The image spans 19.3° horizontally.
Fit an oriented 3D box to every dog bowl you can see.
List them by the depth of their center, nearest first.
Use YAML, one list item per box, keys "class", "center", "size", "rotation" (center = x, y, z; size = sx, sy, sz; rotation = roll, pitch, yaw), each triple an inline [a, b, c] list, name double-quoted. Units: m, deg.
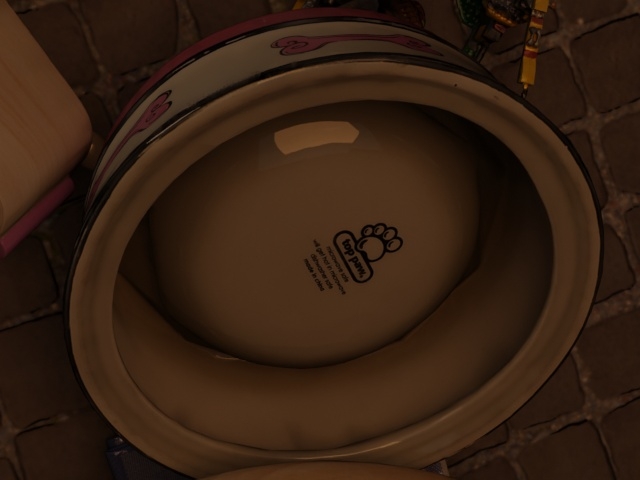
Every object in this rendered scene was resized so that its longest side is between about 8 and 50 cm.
- class: "dog bowl"
  center: [0.000, 0.000, 1.446]
  size: [0.408, 0.150, 0.408]
  rotation: [-7, 127, -9]

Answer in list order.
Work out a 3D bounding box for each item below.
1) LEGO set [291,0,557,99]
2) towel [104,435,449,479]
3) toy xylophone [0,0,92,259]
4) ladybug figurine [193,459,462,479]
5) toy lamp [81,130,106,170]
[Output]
- class: "LEGO set"
  center: [0.066, -0.155, 1.557]
  size: [0.255, 0.192, 0.331]
  rotation: [38, 79, -13]
- class: "towel"
  center: [-0.025, 0.215, 1.610]
  size: [0.285, 0.034, 0.209]
  rotation: [-20, 98, -15]
- class: "toy xylophone"
  center: [-0.308, -0.128, 1.378]
  size: [0.236, 0.081, 0.322]
  rotation: [-37, 100, -45]
- class: "ladybug figurine"
  center: [-0.001, 0.319, 1.488]
  size: [0.449, 0.162, 0.305]
  rotation: [6, 125, -22]
- class: "toy lamp"
  center: [-0.173, -0.063, 1.542]
  size: [0.275, 0.080, 0.080]
  rotation: [42, 78, -14]
